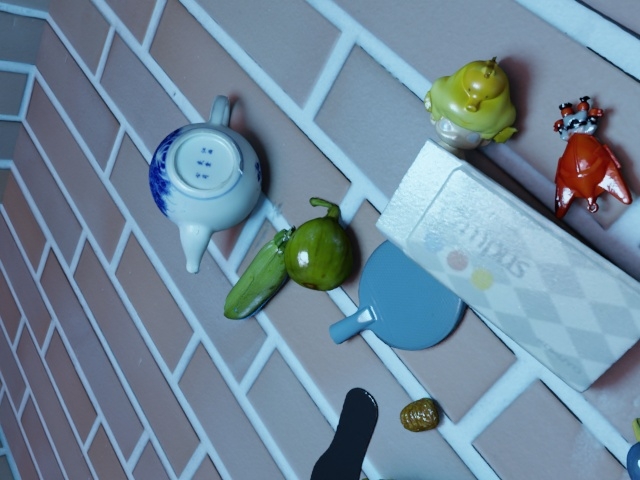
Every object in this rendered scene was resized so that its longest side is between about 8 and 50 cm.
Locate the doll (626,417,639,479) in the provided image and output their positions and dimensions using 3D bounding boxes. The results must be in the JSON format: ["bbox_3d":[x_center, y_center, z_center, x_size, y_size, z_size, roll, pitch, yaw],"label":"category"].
[{"bbox_3d":[0.463,0.342,0.816,0.102,0.088,0.179,145,130,-83],"label":"doll"}]

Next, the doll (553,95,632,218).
[{"bbox_3d":[0.382,-0.123,0.869,0.109,0.057,0.169,-14,84,45],"label":"doll"}]

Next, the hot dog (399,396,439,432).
[{"bbox_3d":[0.187,0.325,1.109,0.083,0.035,0.058,-35,70,39],"label":"hot dog"}]

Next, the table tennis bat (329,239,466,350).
[{"bbox_3d":[0.138,0.116,1.137,0.329,0.044,0.215,-37,69,37],"label":"table tennis bat"}]

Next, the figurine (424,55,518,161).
[{"bbox_3d":[0.229,-0.179,0.971,0.156,0.131,0.246,26,114,3],"label":"figurine"}]

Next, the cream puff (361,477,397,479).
[{"bbox_3d":[0.145,0.563,1.032,0.327,0.231,0.343,53,127,28],"label":"cream puff"}]

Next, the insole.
[{"bbox_3d":[0.047,0.464,1.274,0.119,0.009,0.348,32,115,36],"label":"insole"}]

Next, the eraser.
[{"bbox_3d":[0.278,0.037,0.899,0.397,0.082,0.213,40,121,17],"label":"eraser"}]

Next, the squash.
[{"bbox_3d":[-0.124,0.077,1.348,0.341,0.094,0.094,-52,60,38],"label":"squash"}]

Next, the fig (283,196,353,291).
[{"bbox_3d":[0.008,0.013,1.211,0.142,0.186,0.148,41,160,-15],"label":"fig"}]

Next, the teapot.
[{"bbox_3d":[-0.263,-0.137,1.386,0.280,0.252,0.424,123,155,-75],"label":"teapot"}]
